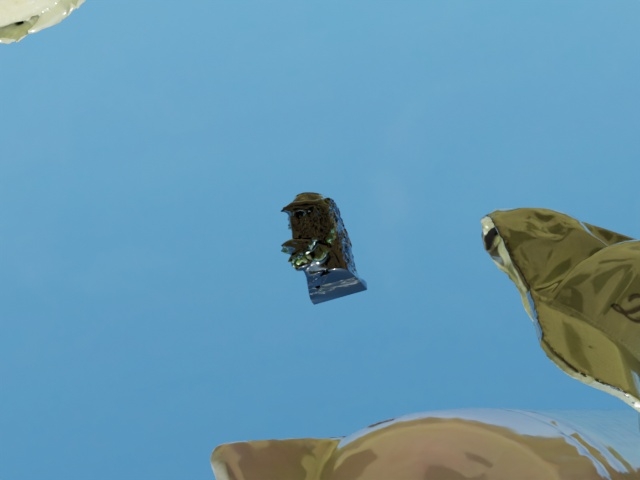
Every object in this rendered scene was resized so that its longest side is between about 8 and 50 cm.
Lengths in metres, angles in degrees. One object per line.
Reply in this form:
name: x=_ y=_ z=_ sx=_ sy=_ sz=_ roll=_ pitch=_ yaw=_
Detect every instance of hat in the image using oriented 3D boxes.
hat: x=0.148 y=0.040 z=1.005 sx=0.081 sy=0.122 sz=0.166 roll=-39 pitch=-159 yaw=17

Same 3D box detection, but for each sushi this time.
sushi: x=0.000 y=0.000 z=1.795 sx=0.056 sy=0.085 sz=0.083 roll=-15 pitch=-124 yaw=17

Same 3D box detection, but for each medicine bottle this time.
medicine bottle: x=0.100 y=0.220 z=1.192 sx=0.235 sy=0.236 sz=0.406 roll=21 pitch=-171 yaw=35

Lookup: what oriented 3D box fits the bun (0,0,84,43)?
bun: x=-0.281 y=-0.256 z=1.409 sx=0.259 sy=0.259 sz=0.152 roll=-13 pitch=-117 yaw=-4
